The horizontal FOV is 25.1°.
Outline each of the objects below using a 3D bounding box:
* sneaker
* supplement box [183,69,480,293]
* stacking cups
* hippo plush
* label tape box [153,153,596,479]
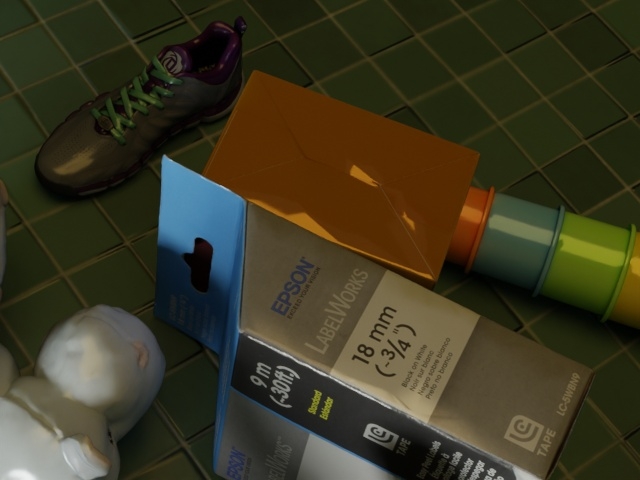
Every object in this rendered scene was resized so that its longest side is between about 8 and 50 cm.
[{"bbox_3d":[-0.158,-0.127,1.260,0.223,0.098,0.083,-37,70,-29],"label":"sneaker"},{"bbox_3d":[0.000,0.000,1.147,0.191,0.194,0.129,20,56,3],"label":"supplement box"},{"bbox_3d":[0.168,0.006,1.251,0.316,0.096,0.096,16,55,6],"label":"stacking cups"},{"bbox_3d":[-0.240,0.094,1.017,0.236,0.234,0.294,26,55,8],"label":"hippo plush"},{"bbox_3d":[0.001,0.110,1.049,0.333,0.241,0.106,26,58,8],"label":"label tape box"}]
